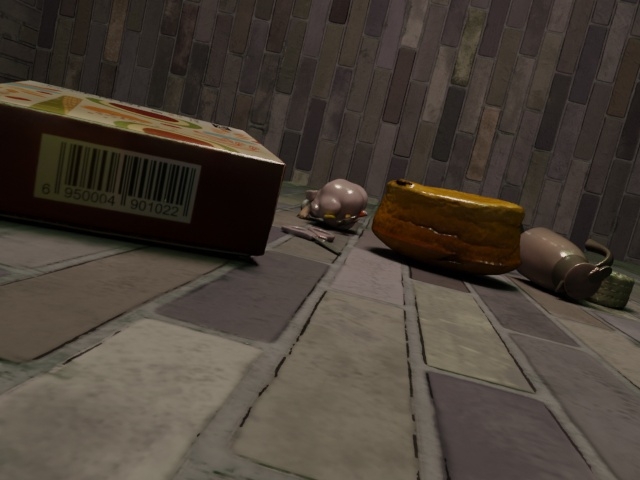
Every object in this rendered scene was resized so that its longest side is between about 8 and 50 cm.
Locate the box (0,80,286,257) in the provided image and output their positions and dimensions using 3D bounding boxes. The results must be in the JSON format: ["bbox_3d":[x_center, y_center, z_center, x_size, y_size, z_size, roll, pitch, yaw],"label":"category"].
[{"bbox_3d":[-0.259,-0.113,0.784,0.345,0.122,0.385,10,14,-18],"label":"box"}]

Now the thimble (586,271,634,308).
[{"bbox_3d":[0.530,0.085,1.076,0.085,0.062,0.110,20,10,24],"label":"thimble"}]

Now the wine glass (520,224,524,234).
[{"bbox_3d":[0.317,-0.022,1.275,0.127,0.126,0.241,8,12,-37],"label":"wine glass"}]

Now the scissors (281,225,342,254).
[{"bbox_3d":[0.000,0.000,0.975,0.100,0.015,0.189,9,11,-22],"label":"scissors"}]

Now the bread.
[{"bbox_3d":[0.224,-0.022,1.022,0.270,0.142,0.195,15,10,24],"label":"bread"}]

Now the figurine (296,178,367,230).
[{"bbox_3d":[0.031,-0.080,1.286,0.138,0.111,0.229,4,1,-28],"label":"figurine"}]

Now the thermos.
[{"bbox_3d":[0.449,0.039,1.055,0.137,0.104,0.193,-23,14,1],"label":"thermos"}]
